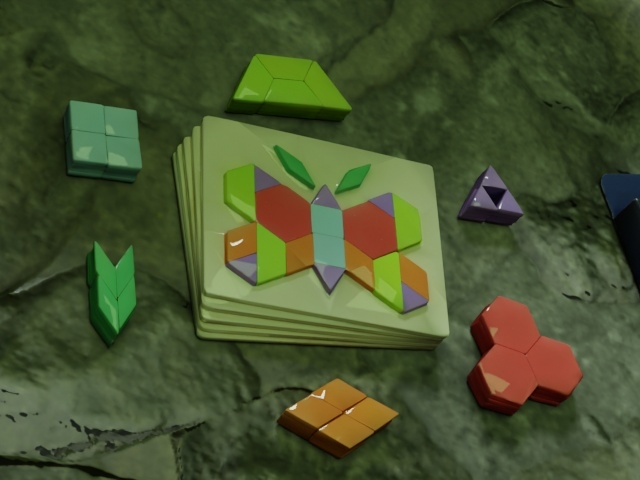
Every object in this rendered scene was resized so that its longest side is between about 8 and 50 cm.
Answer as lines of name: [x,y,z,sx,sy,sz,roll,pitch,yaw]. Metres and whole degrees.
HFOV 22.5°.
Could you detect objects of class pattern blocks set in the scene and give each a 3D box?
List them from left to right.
pattern blocks set: [0.000,0.000,1.028,0.325,0.026,0.285,-4,62,-29]

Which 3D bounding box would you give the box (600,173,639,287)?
box: [0.294,0.040,1.152,0.136,0.036,0.225,-2,60,-29]
